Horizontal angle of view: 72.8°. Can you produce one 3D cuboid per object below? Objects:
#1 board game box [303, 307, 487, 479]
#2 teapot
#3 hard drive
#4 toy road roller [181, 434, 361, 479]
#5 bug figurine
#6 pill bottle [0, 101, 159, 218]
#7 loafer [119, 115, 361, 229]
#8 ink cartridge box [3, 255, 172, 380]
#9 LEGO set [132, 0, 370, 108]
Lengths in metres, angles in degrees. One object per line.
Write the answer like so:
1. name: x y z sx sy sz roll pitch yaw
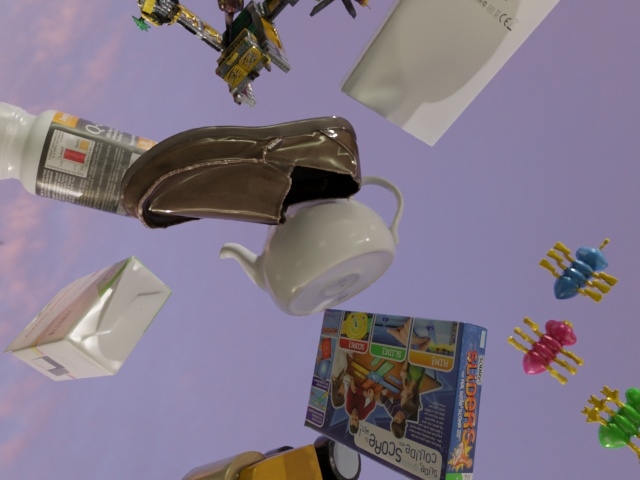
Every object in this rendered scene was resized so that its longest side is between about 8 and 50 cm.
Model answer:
1. board game box: 0.062 0.142 0.430 0.201 0.035 0.136 -6 -111 56
2. teapot: 0.000 0.000 0.771 0.252 0.256 0.187 -46 -120 34
3. hard drive: 0.227 -0.360 0.762 0.353 0.233 0.047 -51 -150 31
4. toy road roller: -0.061 0.476 0.728 0.202 0.329 0.240 -31 -119 30
5. bug figurine: 0.385 0.138 0.560 0.216 0.072 0.279 -46 -121 3
6. pill bottle: -0.450 -0.146 0.814 0.162 0.278 0.162 -37 -135 50
7. loafer: -0.094 -0.086 0.625 0.366 0.134 0.130 -18 -117 -16
8. ink cartridge box: -0.501 0.177 0.925 0.353 0.119 0.207 -17 -145 38
9. LEGO set: -0.106 -0.360 0.633 0.331 0.255 0.192 -31 -126 19
